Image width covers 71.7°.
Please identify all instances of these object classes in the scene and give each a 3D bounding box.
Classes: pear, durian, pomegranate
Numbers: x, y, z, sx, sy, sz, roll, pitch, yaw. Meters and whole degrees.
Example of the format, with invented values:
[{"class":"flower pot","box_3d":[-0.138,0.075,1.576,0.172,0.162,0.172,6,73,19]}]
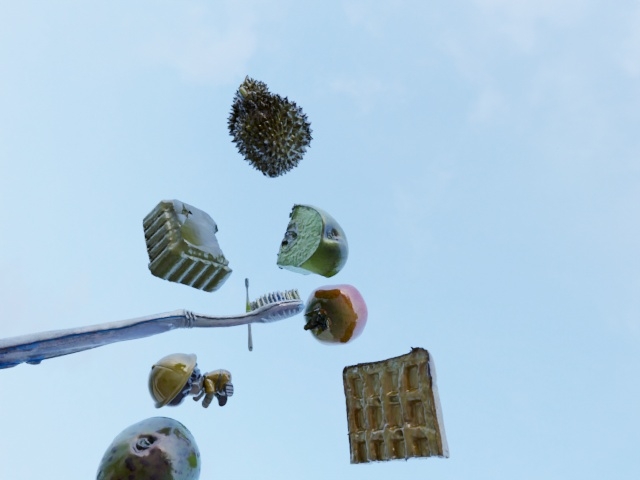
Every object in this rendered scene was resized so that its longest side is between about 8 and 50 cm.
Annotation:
[{"class":"pear","box_3d":[0.000,0.000,1.451,0.255,0.164,0.238,0,-110,52]},{"class":"durian","box_3d":[-0.161,-0.338,1.345,0.293,0.258,0.258,47,-61,-6]},{"class":"pomegranate","box_3d":[-0.360,0.545,0.980,0.230,0.231,0.286,-12,-73,30]},{"class":"pomegranate","box_3d":[0.040,0.252,1.482,0.220,0.256,0.221,4,-83,37]}]

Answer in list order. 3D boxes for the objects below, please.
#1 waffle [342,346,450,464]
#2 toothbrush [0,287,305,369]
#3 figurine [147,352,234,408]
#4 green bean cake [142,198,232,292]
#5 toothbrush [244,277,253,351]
[{"class":"waffle","box_3d":[0.210,0.493,1.310,0.348,0.077,0.304,-27,-125,41]},{"class":"toothbrush","box_3d":[-0.215,0.104,0.521,0.042,0.413,0.035,-120,-149,-44]},{"class":"figurine","box_3d":[-0.410,0.441,1.395,0.192,0.256,0.167,-29,-125,53]},{"class":"green bean cake","box_3d":[-0.362,0.012,1.241,0.124,0.233,0.236,-41,-129,17]},{"class":"toothbrush","box_3d":[-0.258,0.264,1.590,0.026,0.022,0.263,145,-58,-72]}]
